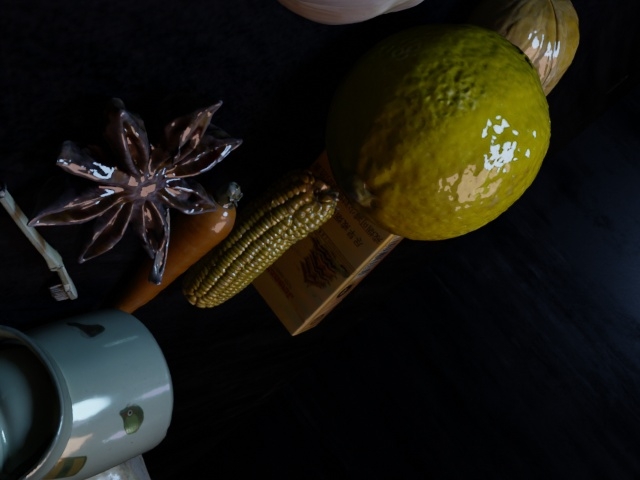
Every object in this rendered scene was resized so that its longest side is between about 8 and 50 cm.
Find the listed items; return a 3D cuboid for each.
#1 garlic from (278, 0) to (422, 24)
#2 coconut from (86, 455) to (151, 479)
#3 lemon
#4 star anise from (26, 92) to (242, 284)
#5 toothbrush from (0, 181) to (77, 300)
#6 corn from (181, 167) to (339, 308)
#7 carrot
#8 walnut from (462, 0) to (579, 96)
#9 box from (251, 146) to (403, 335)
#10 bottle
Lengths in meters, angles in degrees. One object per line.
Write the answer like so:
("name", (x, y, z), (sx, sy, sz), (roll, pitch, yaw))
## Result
("garlic", (0.042, -0.254, 0.523), (0.228, 0.152, 0.228), (-30, 165, -9))
("coconut", (-0.438, 0.425, 1.112), (0.353, 0.352, 0.352), (-35, 165, -11))
("lemon", (0.144, -0.137, 0.889), (0.293, 0.293, 0.293), (-35, 165, -11))
("star anise", (-0.183, -0.056, 0.714), (0.230, 0.081, 0.262), (-31, 153, -25))
("toothbrush", (-0.297, 0.011, 0.755), (0.028, 0.026, 0.294), (-17, 159, -17))
("corn", (-0.100, 0.001, 1.058), (0.292, 0.101, 0.101), (-40, 165, 21))
("carrot", (-0.208, 0.031, 0.952), (0.336, 0.069, 0.069), (-43, 165, 30))
("walnut", (0.271, -0.269, 1.003), (0.165, 0.165, 0.197), (-31, 164, -25))
("box", (0.000, 0.000, 1.125), (0.274, 0.174, 0.076), (-48, 161, 29))
("bottle", (-0.367, 0.207, 0.843), (0.229, 0.229, 0.352), (-47, 159, 30))
